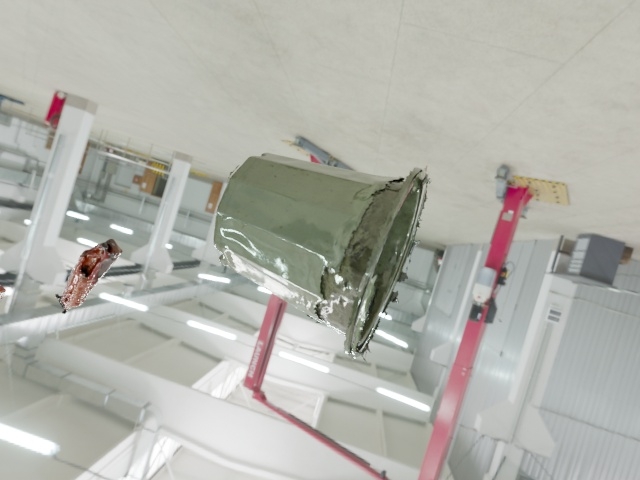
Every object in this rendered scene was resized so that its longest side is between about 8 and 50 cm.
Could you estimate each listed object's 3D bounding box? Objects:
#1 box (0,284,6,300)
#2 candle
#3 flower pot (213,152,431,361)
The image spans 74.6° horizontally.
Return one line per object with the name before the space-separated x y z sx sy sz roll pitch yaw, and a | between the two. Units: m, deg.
box | -0.673 0.062 0.742 0.175 0.048 0.112 38 -168 2
candle | -0.566 0.095 1.008 0.084 0.301 0.059 8 -131 -45
flower pot | 0.000 0.000 0.622 0.258 0.291 0.290 19 -179 17
